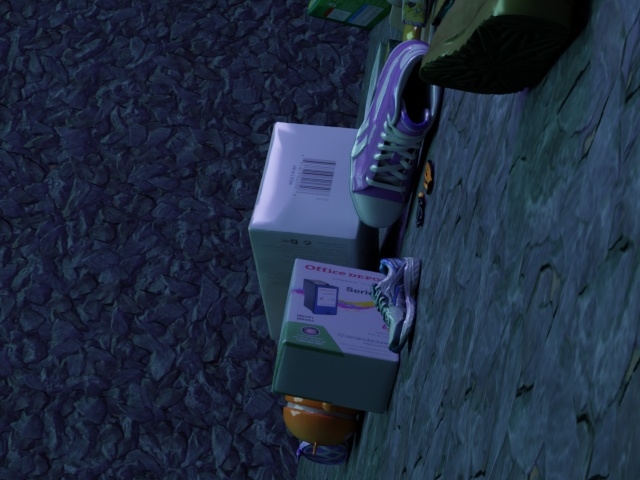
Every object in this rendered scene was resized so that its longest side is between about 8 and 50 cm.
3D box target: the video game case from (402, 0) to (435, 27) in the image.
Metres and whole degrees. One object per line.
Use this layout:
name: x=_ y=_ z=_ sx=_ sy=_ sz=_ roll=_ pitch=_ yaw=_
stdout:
video game case: x=0.162 y=-0.454 z=1.657 sx=0.210 sy=0.042 sz=0.232 roll=88 pitch=-162 yaw=-54

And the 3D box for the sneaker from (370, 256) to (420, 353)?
sneaker: x=0.087 y=0.079 z=1.457 sx=0.052 sy=0.058 sz=0.135 roll=103 pitch=176 yaw=-54

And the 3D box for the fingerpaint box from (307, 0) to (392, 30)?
fingerpaint box: x=0.115 y=-0.662 z=2.372 sx=0.445 sy=0.163 sz=0.371 roll=173 pitch=108 yaw=-78

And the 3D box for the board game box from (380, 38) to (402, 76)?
board game box: x=0.138 y=-0.287 z=2.306 sx=0.243 sy=0.042 sz=0.165 roll=-83 pitch=4 yaw=-67

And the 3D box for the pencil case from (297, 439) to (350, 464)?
pencil case: x=0.015 y=0.280 z=2.004 sx=0.086 sy=0.088 sz=0.206 roll=92 pitch=-175 yaw=-49

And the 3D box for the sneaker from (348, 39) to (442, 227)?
sneaker: x=0.104 y=-0.139 z=1.657 sx=0.161 sy=0.102 sz=0.282 roll=-100 pitch=20 yaw=-73

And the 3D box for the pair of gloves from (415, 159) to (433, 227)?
pair of gloves: x=0.136 y=-0.062 z=1.550 sx=0.074 sy=0.010 sz=0.083 roll=-83 pitch=3 yaw=-59

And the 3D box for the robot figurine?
robot figurine: x=0.011 y=0.231 z=1.875 sx=0.158 sy=0.128 sz=0.219 roll=4 pitch=81 yaw=47

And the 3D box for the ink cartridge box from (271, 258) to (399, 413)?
ink cartridge box: x=0.025 y=0.125 z=1.600 sx=0.212 sy=0.154 sz=0.093 roll=-82 pitch=3 yaw=-61

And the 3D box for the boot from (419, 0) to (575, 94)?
boot: x=0.162 y=-0.265 z=0.924 sx=0.236 sy=0.089 sz=0.269 roll=153 pitch=129 yaw=-74

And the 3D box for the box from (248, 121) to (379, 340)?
box: x=0.000 y=0.000 z=1.937 sx=0.345 sy=0.168 sz=0.215 roll=84 pitch=-165 yaw=-55

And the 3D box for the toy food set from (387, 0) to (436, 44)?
toy food set: x=0.128 y=-0.311 z=1.966 sx=0.219 sy=0.092 sz=0.306 roll=105 pitch=176 yaw=-62

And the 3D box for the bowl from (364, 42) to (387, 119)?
bowl: x=0.135 y=-0.334 z=2.525 sx=0.142 sy=0.053 sz=0.142 roll=104 pitch=178 yaw=-58

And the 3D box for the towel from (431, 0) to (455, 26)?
towel: x=0.195 y=-0.418 z=1.475 sx=0.370 sy=0.040 sz=0.271 roll=-78 pitch=0 yaw=-87
